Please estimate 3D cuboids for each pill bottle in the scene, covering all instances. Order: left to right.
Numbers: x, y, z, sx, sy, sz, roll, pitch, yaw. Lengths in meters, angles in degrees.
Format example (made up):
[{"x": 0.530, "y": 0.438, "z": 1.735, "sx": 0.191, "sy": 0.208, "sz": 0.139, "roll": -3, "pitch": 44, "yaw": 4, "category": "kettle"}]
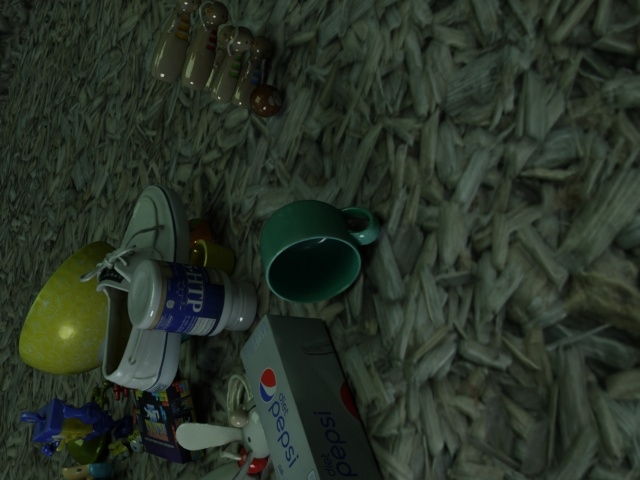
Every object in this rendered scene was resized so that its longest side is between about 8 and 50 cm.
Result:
[{"x": -0.202, "y": 0.095, "z": 1.497, "sx": 0.112, "sy": 0.187, "sz": 0.112, "roll": -21, "pitch": 64, "yaw": 54, "category": "pill bottle"}]

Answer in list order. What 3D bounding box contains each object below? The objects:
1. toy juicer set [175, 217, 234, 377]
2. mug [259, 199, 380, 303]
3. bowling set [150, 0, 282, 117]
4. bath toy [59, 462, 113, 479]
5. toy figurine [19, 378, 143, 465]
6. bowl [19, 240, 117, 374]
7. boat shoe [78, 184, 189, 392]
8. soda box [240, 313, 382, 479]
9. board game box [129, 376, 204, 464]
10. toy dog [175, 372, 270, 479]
[{"x": -0.272, "y": 0.107, "z": 1.700, "sx": 0.209, "sy": 0.089, "sz": 0.329, "roll": 53, "pitch": 126, "yaw": 49, "category": "toy juicer set"}, {"x": -0.005, "y": 0.007, "z": 1.284, "sx": 0.097, "sy": 0.158, "sz": 0.129, "roll": -107, "pitch": 17, "yaw": -45, "category": "mug"}, {"x": -0.134, "y": -0.303, "z": 1.560, "sx": 0.287, "sy": 0.200, "sz": 0.154, "roll": -22, "pitch": -46, "yaw": -77, "category": "bowling set"}, {"x": -0.450, "y": 0.614, "z": 1.816, "sx": 0.129, "sy": 0.151, "sz": 0.348, "roll": -13, "pitch": 71, "yaw": 26, "category": "bath toy"}, {"x": -0.500, "y": 0.344, "z": 1.878, "sx": 0.362, "sy": 0.217, "sz": 0.191, "roll": -31, "pitch": 56, "yaw": 50, "category": "toy figurine"}, {"x": -0.440, "y": 0.161, "z": 1.860, "sx": 0.156, "sy": 0.289, "sz": 0.289, "roll": 29, "pitch": 113, "yaw": 11, "category": "bowl"}, {"x": -0.323, "y": 0.065, "z": 1.573, "sx": 0.136, "sy": 0.156, "sz": 0.367, "roll": -17, "pitch": 64, "yaw": 45, "category": "boat shoe"}, {"x": -0.016, "y": 0.235, "z": 1.248, "sx": 0.091, "sy": 0.098, "sz": 0.286, "roll": -57, "pitch": 38, "yaw": 34, "category": "soda box"}, {"x": -0.274, "y": 0.309, "z": 1.646, "sx": 0.170, "sy": 0.048, "sz": 0.141, "roll": -7, "pitch": 95, "yaw": 57, "category": "board game box"}, {"x": -0.174, "y": 0.364, "z": 1.404, "sx": 0.220, "sy": 0.161, "sz": 0.333, "roll": 25, "pitch": 103, "yaw": 57, "category": "toy dog"}]
